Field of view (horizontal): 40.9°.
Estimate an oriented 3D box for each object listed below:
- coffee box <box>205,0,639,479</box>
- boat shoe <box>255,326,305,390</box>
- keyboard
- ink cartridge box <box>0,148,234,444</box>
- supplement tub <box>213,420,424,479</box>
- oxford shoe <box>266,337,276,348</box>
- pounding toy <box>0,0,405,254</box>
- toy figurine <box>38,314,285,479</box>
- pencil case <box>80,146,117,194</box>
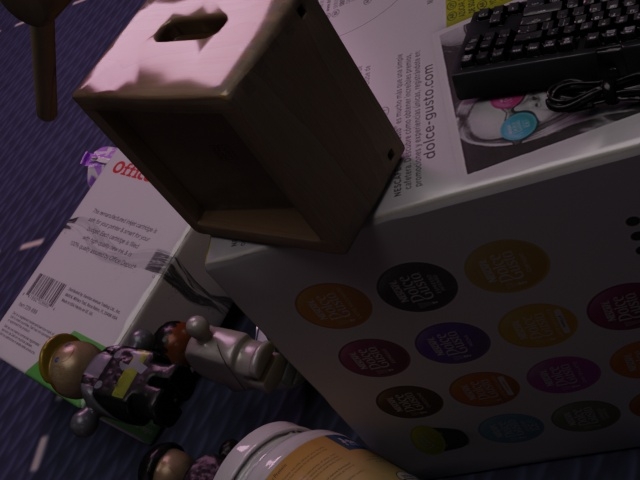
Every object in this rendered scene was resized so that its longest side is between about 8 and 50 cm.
[{"bbox_3d":[0.152,-0.048,0.693,0.335,0.337,0.338,-15,46,22],"label":"coffee box"},{"bbox_3d":[-0.032,0.071,0.912,0.076,0.083,0.226,-18,31,33],"label":"boat shoe"},{"bbox_3d":[0.162,-0.113,0.473,0.180,0.023,0.108,-4,50,31],"label":"keyboard"},{"bbox_3d":[-0.211,0.050,0.977,0.211,0.121,0.289,17,70,42],"label":"ink cartridge box"},{"bbox_3d":[0.019,0.234,0.662,0.200,0.144,0.144,20,64,43],"label":"supplement tub"},{"bbox_3d":[0.000,0.000,0.849,0.227,0.083,0.096,-91,23,-43],"label":"oxford shoe"},{"bbox_3d":[-0.080,-0.098,0.485,0.181,0.206,0.094,8,58,40],"label":"pounding toy"},{"bbox_3d":[-0.142,0.172,0.755,0.148,0.213,0.209,7,100,32],"label":"toy figurine"},{"bbox_3d":[-0.231,-0.099,1.182,0.206,0.088,0.086,-2,53,31],"label":"pencil case"}]
